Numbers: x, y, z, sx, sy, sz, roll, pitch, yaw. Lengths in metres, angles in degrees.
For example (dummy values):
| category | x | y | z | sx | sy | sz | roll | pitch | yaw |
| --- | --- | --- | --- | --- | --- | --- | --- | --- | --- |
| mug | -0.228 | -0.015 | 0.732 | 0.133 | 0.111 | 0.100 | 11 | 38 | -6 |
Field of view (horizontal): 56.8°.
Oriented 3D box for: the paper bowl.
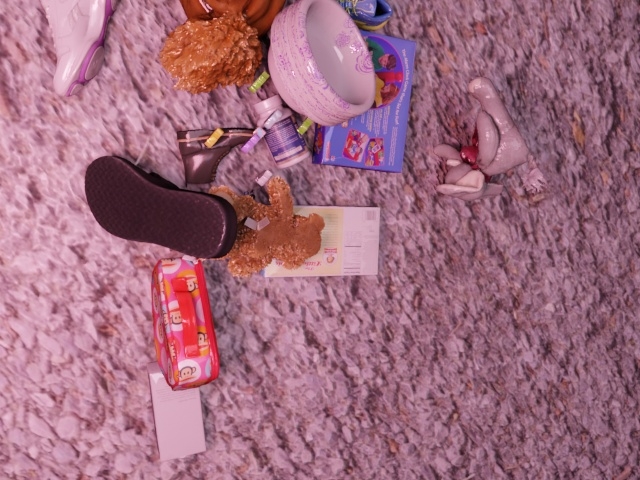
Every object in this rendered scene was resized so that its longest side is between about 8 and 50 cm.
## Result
| category | x | y | z | sx | sy | sz | roll | pitch | yaw |
| --- | --- | --- | --- | --- | --- | --- | --- | --- | --- |
| paper bowl | -0.007 | -0.400 | 1.351 | 0.284 | 0.148 | 0.284 | 24 | 58 | -45 |

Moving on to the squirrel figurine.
| category | x | y | z | sx | sy | sz | roll | pitch | yaw |
| --- | --- | --- | --- | --- | --- | --- | --- | --- | --- |
| squirrel figurine | -0.197 | -0.501 | 1.244 | 0.281 | 0.370 | 0.396 | 5 | 104 | -10 |

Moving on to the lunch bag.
| category | x | y | z | sx | sy | sz | roll | pitch | yaw |
| --- | --- | --- | --- | --- | --- | --- | --- | --- | --- |
| lunch bag | -0.308 | 0.182 | 1.328 | 0.120 | 0.258 | 0.293 | -7 | 75 | -21 |

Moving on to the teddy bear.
| category | x | y | z | sx | sy | sz | roll | pitch | yaw |
| --- | --- | --- | --- | --- | --- | --- | --- | --- | --- |
| teddy bear | -0.150 | -0.027 | 1.376 | 0.338 | 0.113 | 0.245 | -12 | 108 | -39 |

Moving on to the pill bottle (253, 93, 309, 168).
| category | x | y | z | sx | sy | sz | roll | pitch | yaw |
| --- | --- | --- | --- | --- | --- | --- | --- | --- | --- |
| pill bottle | -0.100 | -0.272 | 1.473 | 0.094 | 0.094 | 0.169 | -29 | 106 | -16 |

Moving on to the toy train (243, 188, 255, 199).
| category | x | y | z | sx | sy | sz | roll | pitch | yaw |
| --- | --- | --- | --- | --- | --- | --- | --- | --- | --- |
| toy train | -0.200 | -0.056 | 1.499 | 0.036 | 0.027 | 0.158 | 17 | 91 | -12 |

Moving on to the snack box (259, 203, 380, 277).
| category | x | y | z | sx | sy | sz | roll | pitch | yaw |
| --- | --- | --- | --- | --- | --- | --- | --- | --- | --- |
| snack box | 0.000 | 0.000 | 1.564 | 0.322 | 0.060 | 0.187 | 0 | 95 | -21 |

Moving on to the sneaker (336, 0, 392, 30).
| category | x | y | z | sx | sy | sz | roll | pitch | yaw |
| --- | --- | --- | --- | --- | --- | --- | --- | --- | --- |
| sneaker | 0.075 | -0.597 | 1.482 | 0.240 | 0.126 | 0.091 | 4 | 95 | -22 |

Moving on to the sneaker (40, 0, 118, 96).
| category | x | y | z | sx | sy | sz | roll | pitch | yaw |
| --- | --- | --- | --- | --- | --- | --- | --- | --- | --- |
| sneaker | -0.541 | -0.463 | 1.285 | 0.152 | 0.114 | 0.305 | 16 | 87 | -9 |

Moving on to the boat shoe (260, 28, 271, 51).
| category | x | y | z | sx | sy | sz | roll | pitch | yaw |
| --- | --- | --- | --- | --- | --- | --- | --- | --- | --- |
| boat shoe | -0.107 | -0.468 | 1.476 | 0.125 | 0.038 | 0.046 | 52 | 36 | -24 |

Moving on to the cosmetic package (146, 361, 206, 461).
| category | x | y | z | sx | sy | sz | roll | pitch | yaw |
| --- | --- | --- | --- | --- | --- | --- | --- | --- | --- |
| cosmetic package | -0.357 | 0.414 | 1.468 | 0.117 | 0.085 | 0.231 | -6 | 101 | -20 |

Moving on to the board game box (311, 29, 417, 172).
| category | x | y | z | sx | sy | sz | roll | pitch | yaw |
| --- | --- | --- | --- | --- | --- | --- | --- | --- | --- |
| board game box | 0.114 | -0.361 | 1.554 | 0.234 | 0.078 | 0.346 | 4 | 95 | -21 |

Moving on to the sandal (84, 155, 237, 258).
| category | x | y | z | sx | sy | sz | roll | pitch | yaw |
| --- | --- | --- | --- | --- | --- | --- | --- | --- | --- |
| sandal | -0.345 | -0.064 | 1.280 | 0.107 | 0.446 | 0.167 | -2 | 111 | -59 |

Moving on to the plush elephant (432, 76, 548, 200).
| category | x | y | z | sx | sy | sz | roll | pitch | yaw |
| --- | --- | --- | --- | --- | --- | --- | --- | --- | --- |
| plush elephant | 0.432 | -0.223 | 1.626 | 0.255 | 0.272 | 0.329 | -29 | 71 | 20 |

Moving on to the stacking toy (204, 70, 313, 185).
| category | x | y | z | sx | sy | sz | roll | pitch | yaw |
| --- | --- | --- | --- | --- | --- | --- | --- | --- | --- |
| stacking toy | -0.138 | -0.258 | 1.389 | 0.167 | 0.052 | 0.221 | 40 | 89 | -18 |

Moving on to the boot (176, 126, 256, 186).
| category | x | y | z | sx | sy | sz | roll | pitch | yaw |
| --- | --- | --- | --- | --- | --- | --- | --- | --- | --- |
| boot | -0.243 | -0.205 | 1.446 | 0.198 | 0.077 | 0.136 | -5 | 104 | -8 |
